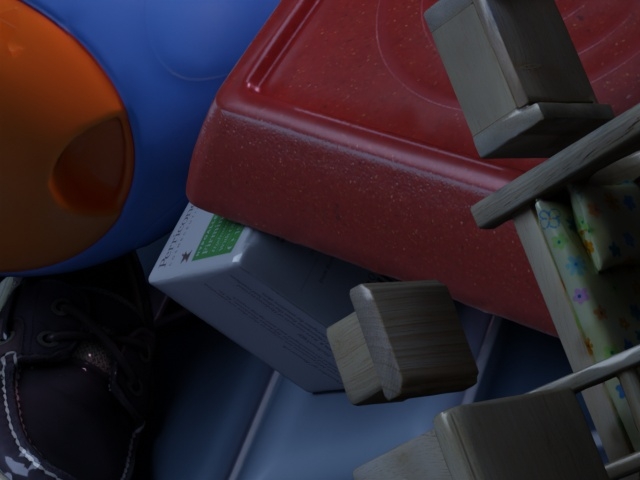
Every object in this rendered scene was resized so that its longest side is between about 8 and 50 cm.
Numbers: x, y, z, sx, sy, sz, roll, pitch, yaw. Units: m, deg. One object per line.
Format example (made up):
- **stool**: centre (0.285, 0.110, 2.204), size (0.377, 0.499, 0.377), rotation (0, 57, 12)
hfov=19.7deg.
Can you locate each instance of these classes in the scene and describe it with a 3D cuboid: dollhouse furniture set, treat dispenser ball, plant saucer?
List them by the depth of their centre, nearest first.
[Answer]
- **dollhouse furniture set**: centre (0.071, -0.013, 0.532), size (0.101, 0.161, 0.181), rotation (-33, 71, 39)
- **plant saucer**: centre (0.090, -0.099, 0.725), size (0.258, 0.047, 0.259), rotation (20, 70, 40)
- **treat dispenser ball**: centre (-0.158, -0.124, 0.959), size (0.288, 0.288, 0.288), rotation (-42, 25, 24)

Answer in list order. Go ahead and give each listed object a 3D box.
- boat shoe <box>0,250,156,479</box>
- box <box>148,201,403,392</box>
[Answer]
- **boat shoe**: centre (-0.136, 0.064, 0.995), size (0.092, 0.103, 0.285), rotation (-52, 16, 13)
- **box**: centre (0.000, 0.000, 0.826), size (0.087, 0.102, 0.101), rotation (-14, 45, 59)
